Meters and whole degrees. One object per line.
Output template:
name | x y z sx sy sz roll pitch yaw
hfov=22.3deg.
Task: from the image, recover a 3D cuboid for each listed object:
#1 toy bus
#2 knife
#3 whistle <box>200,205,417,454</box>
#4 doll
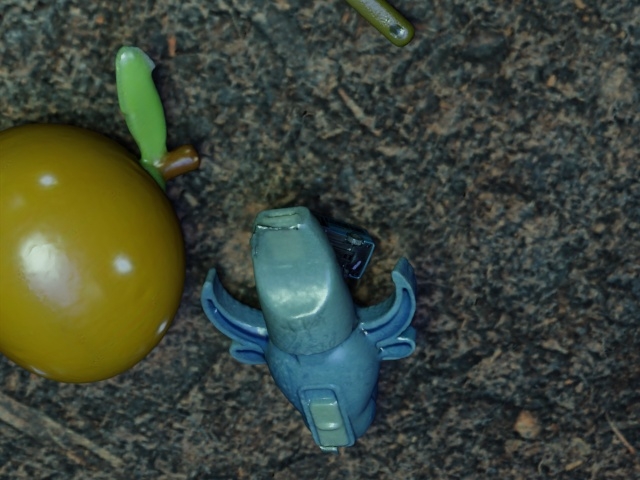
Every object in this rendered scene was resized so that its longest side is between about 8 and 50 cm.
toy bus | 0.000 0.000 1.374 0.083 0.046 0.038 17 112 -18
knife | -0.016 -0.246 1.272 0.256 0.022 0.046 40 110 -17
whistle | -0.003 0.076 1.358 0.180 0.093 0.269 -2 130 13
doll | -0.179 -0.009 1.269 0.236 0.213 0.213 -40 114 -5
